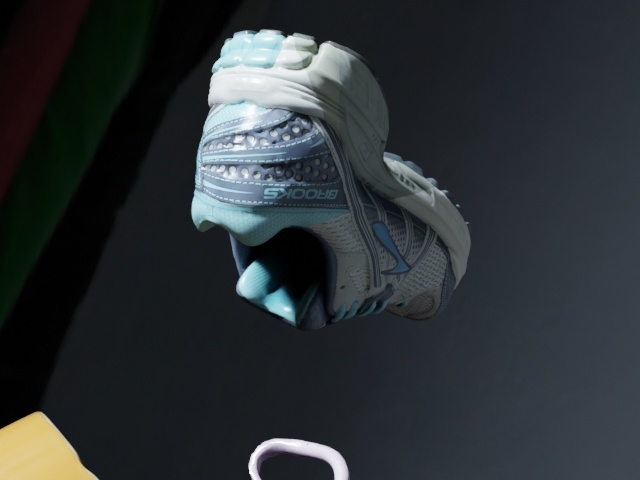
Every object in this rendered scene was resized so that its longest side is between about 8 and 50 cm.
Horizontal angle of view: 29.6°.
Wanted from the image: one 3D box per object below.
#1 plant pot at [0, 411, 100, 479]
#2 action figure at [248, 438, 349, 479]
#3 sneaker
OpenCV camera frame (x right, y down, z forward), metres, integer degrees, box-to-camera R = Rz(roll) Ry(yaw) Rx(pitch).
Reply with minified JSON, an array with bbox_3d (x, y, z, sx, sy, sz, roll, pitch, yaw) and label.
[{"bbox_3d":[-0.167,0.189,0.569,0.188,0.205,0.205,-39,-23,-16],"label":"plant pot"},{"bbox_3d":[-0.032,0.398,1.158,0.370,0.248,0.276,-34,-64,-50],"label":"action figure"},{"bbox_3d":[0.000,0.000,0.705,0.283,0.110,0.122,46,-122,-55],"label":"sneaker"}]
